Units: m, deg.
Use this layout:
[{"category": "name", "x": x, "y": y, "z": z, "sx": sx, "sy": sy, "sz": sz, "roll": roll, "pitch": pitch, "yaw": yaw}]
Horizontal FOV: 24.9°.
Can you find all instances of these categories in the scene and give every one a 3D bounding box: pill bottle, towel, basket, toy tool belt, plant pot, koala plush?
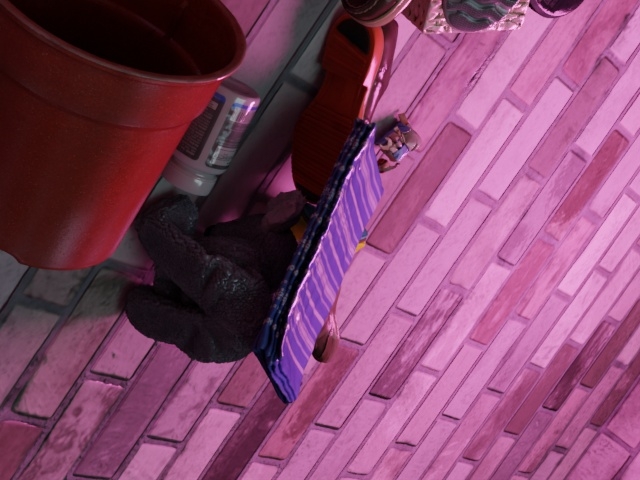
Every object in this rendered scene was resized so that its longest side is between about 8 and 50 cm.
[{"category": "pill bottle", "x": -0.134, "y": -0.127, "z": 1.735, "sx": 0.078, "sy": 0.078, "sz": 0.137, "roll": 4, "pitch": 119, "yaw": -53}, {"category": "towel", "x": 0.009, "y": 0.035, "z": 1.851, "sx": 0.243, "sy": 0.040, "sz": 0.336, "roll": 73, "pitch": 39, "yaw": -69}, {"category": "basket", "x": 0.186, "y": -0.336, "z": 1.866, "sx": 0.167, "sy": 0.103, "sz": 0.113, "roll": -7, "pitch": 130, "yaw": -25}, {"category": "toy tool belt", "x": 0.101, "y": -0.140, "z": 2.061, "sx": 0.083, "sy": 0.052, "sz": 0.051, "roll": -43, "pitch": 116, "yaw": -20}, {"category": "plant pot", "x": -0.249, "y": -0.131, "z": 1.435, "sx": 0.272, "sy": 0.272, "sz": 0.265, "roll": -10, "pitch": 137, "yaw": -47}, {"category": "koala plush", "x": -0.104, "y": 0.038, "z": 1.857, "sx": 0.221, "sy": 0.203, "sz": 0.196, "roll": -34, "pitch": 146, "yaw": -47}]

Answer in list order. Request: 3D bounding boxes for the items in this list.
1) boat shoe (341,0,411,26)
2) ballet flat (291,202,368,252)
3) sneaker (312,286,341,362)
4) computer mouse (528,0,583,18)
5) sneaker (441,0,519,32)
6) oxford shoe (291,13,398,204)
[{"category": "boat shoe", "x": 0.087, "y": -0.422, "z": 1.694, "sx": 0.123, "sy": 0.123, "sz": 0.342, "roll": 9, "pitch": 111, "yaw": -47}, {"category": "ballet flat", "x": 0.000, "y": 0.000, "z": 2.018, "sx": 0.077, "sy": 0.077, "sz": 0.231, "roll": -40, "pitch": 165, "yaw": 14}, {"category": "sneaker", "x": -0.015, "y": 0.110, "z": 2.158, "sx": 0.071, "sy": 0.066, "sz": 0.188, "roll": -15, "pitch": 130, "yaw": -22}, {"category": "computer mouse", "x": 0.292, "y": -0.418, "z": 2.005, "sx": 0.188, "sy": 0.072, "sz": 0.272, "roll": -48, "pitch": 136, "yaw": -3}, {"category": "sneaker", "x": 0.208, "y": -0.390, "z": 1.749, "sx": 0.105, "sy": 0.115, "sz": 0.281, "roll": 11, "pitch": 104, "yaw": -17}, {"category": "oxford shoe", "x": 0.041, "y": -0.170, "z": 1.905, "sx": 0.098, "sy": 0.097, "sz": 0.271, "roll": -17, "pitch": 135, "yaw": -52}]
